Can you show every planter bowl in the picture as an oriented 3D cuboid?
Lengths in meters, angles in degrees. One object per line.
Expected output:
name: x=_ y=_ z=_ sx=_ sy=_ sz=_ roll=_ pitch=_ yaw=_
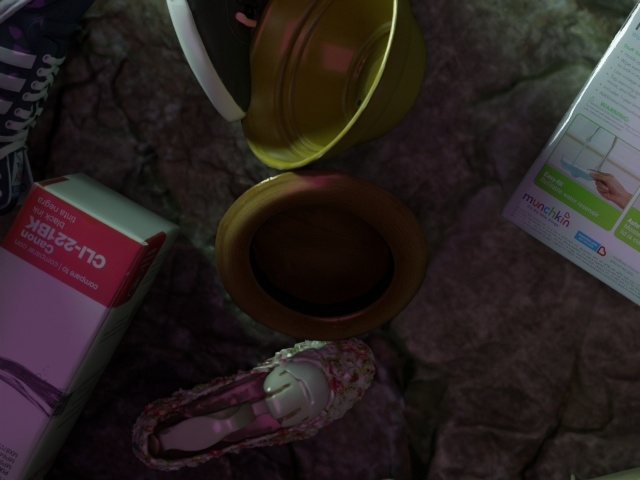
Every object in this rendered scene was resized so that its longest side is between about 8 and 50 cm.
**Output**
planter bowl: x=0.028 y=-0.153 z=1.526 sx=0.090 sy=0.217 sz=0.217 roll=19 pitch=98 yaw=-34

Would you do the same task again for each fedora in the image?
fedora: x=0.000 y=0.000 z=1.556 sx=0.194 sy=0.079 sz=0.194 roll=-2 pitch=125 yaw=-3

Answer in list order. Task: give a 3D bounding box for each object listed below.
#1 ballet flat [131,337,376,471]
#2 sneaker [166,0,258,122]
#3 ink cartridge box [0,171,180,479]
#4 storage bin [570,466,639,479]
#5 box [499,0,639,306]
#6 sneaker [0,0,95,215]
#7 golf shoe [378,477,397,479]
ballet flat: x=-0.061 y=0.157 z=1.591 sx=0.241 sy=0.077 sz=0.091 roll=-23 pitch=93 yaw=4
sneaker: x=-0.063 y=-0.259 z=1.529 sx=0.147 sy=0.104 sz=0.296 roll=-12 pitch=88 yaw=8
ink cartridge box: x=-0.246 y=0.087 z=1.532 sx=0.114 sy=0.197 sz=0.273 roll=28 pitch=96 yaw=1
storage bin: x=0.309 y=0.341 z=1.503 sx=0.123 sy=0.260 sz=0.262 roll=-14 pitch=95 yaw=8
box: x=0.329 y=-0.045 z=1.502 sx=0.262 sy=0.127 sz=0.231 roll=33 pitch=95 yaw=12
sneaker: x=-0.271 y=-0.125 z=1.559 sx=0.282 sy=0.099 sz=0.153 roll=-36 pitch=88 yaw=12
golf shoe: x=0.024 y=0.355 z=1.601 sx=0.140 sy=0.115 sz=0.306 roll=38 pitch=90 yaw=9
